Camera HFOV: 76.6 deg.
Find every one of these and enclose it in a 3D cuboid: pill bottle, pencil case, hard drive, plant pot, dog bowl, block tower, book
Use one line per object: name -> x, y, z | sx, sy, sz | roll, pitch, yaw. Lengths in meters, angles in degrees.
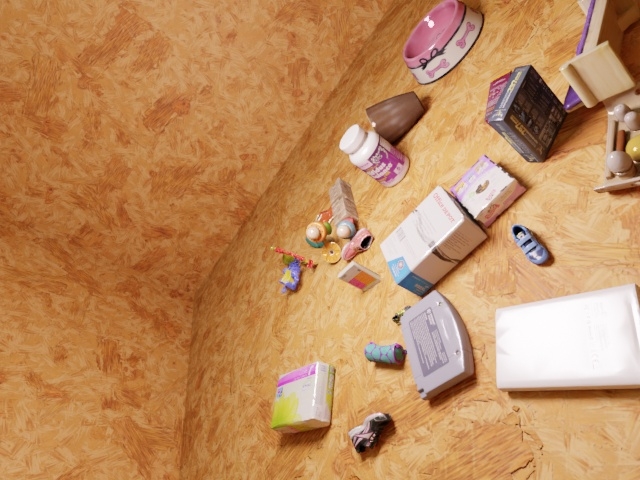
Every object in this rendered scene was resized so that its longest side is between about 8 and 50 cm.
pill bottle -> 0.238, -0.380, 1.808 | 0.169, 0.301, 0.169 | -42, 32, 34
pencil case -> 0.215, 0.378, 1.364 | 0.151, 0.064, 0.070 | -19, 64, 53
hard drive -> 0.557, 0.231, 0.924 | 0.318, 0.040, 0.210 | -27, 42, 49
plant pot -> 0.370, -0.603, 1.939 | 0.230, 0.215, 0.215 | -30, 38, 25
dog bowl -> 0.575, -0.981, 1.980 | 0.408, 0.150, 0.408 | -43, 31, 34
block tower -> 0.115, -0.185, 2.076 | 0.097, 0.091, 0.335 | -44, 30, 29
book -> 0.153, 0.147, 1.613 | 0.096, 0.144, 0.035 | -44, 30, 29

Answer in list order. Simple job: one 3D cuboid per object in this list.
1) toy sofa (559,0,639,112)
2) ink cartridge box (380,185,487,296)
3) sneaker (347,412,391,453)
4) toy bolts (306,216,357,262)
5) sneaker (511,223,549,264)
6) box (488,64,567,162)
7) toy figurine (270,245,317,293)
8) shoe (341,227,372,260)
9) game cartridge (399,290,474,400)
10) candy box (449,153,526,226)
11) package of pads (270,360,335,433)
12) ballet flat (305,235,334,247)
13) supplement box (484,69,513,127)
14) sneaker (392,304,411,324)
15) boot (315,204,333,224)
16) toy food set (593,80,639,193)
toy sofa -> 0.764, -0.546, 1.137 | 0.177, 0.150, 0.363 | -17, 39, 55
ink cartridge box -> 0.373, 0.002, 1.383 | 0.307, 0.129, 0.223 | -49, 28, 24
sneaker -> 0.162, 0.599, 1.255 | 0.178, 0.072, 0.077 | -54, 38, 31
toy bolts -> 0.059, -0.005, 1.867 | 0.228, 0.218, 0.158 | -19, 3, 19
sneaker -> 0.567, 0.009, 1.108 | 0.053, 0.059, 0.144 | -45, 31, 24
box -> 0.617, -0.366, 1.196 | 0.059, 0.232, 0.183 | 20, 83, 61
toy figurine -> -0.190, 0.170, 2.172 | 0.362, 0.191, 0.217 | 9, 77, 64
shoe -> 0.162, 0.028, 1.807 | 0.178, 0.063, 0.081 | -51, 22, 10
game cartridge -> 0.346, 0.303, 1.220 | 0.196, 0.060, 0.294 | -48, 29, 31
candy box -> 0.538, -0.165, 1.321 | 0.165, 0.070, 0.196 | -49, 28, 22
package of pads -> -0.073, 0.625, 1.591 | 0.296, 0.101, 0.229 | -36, 35, 41
ballet flat -> 0.000, 0.000, 2.141 | 0.073, 0.080, 0.232 | -38, 23, -18
supplement box -> 0.642, -0.475, 1.404 | 0.080, 0.104, 0.188 | -18, 49, 55
sneaker -> 0.281, 0.256, 1.401 | 0.083, 0.035, 0.031 | -54, 28, 14
boot -> 0.034, -0.145, 2.189 | 0.158, 0.084, 0.059 | -61, 24, -4
toy food set -> 0.781, -0.265, 0.960 | 0.219, 0.092, 0.306 | -14, 52, 56
